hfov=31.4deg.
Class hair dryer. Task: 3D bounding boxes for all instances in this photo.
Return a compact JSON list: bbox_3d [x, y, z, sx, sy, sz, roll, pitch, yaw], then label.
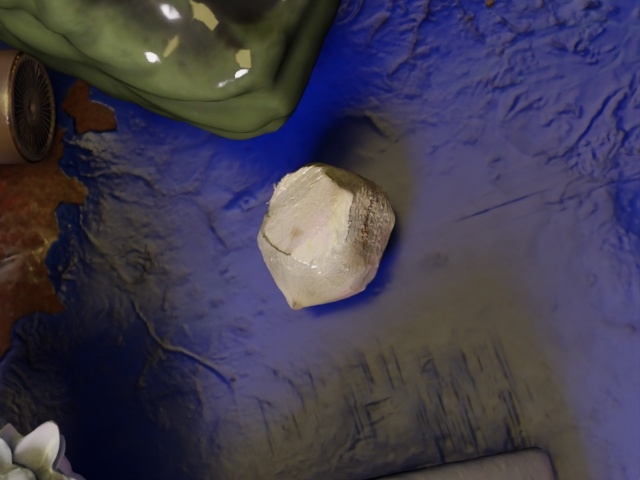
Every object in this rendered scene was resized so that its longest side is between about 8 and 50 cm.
[{"bbox_3d":[-0.360,-0.029,0.957,0.189,0.107,0.344,0,49,9],"label":"hair dryer"}]

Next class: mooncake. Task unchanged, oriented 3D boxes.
[{"bbox_3d":[-0.159,-0.216,0.903,0.351,0.351,0.187,23,90,11],"label":"mooncake"}]

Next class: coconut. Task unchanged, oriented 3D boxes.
[{"bbox_3d":[0.000,0.000,0.962,0.110,0.110,0.124,18,82,11],"label":"coconut"}]

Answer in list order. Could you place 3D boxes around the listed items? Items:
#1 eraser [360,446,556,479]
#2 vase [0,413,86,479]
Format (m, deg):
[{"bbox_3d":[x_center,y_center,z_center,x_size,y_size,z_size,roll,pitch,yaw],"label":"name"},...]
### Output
[{"bbox_3d":[0.022,0.249,0.826,0.331,0.331,0.150,-13,80,7],"label":"eraser"},{"bbox_3d":[-0.261,0.232,0.826,0.249,0.250,0.445,-12,117,7],"label":"vase"}]
